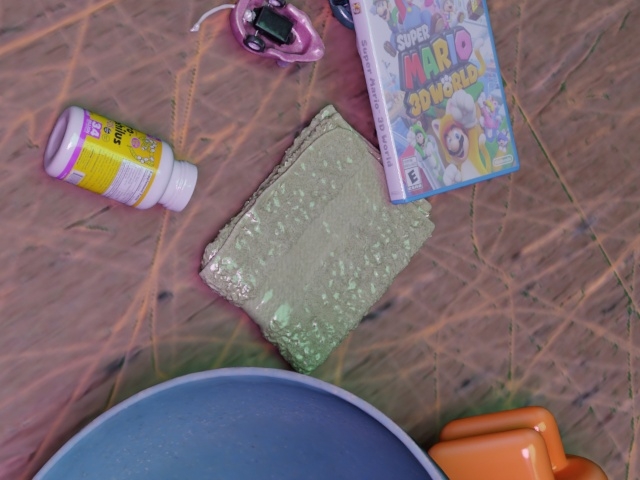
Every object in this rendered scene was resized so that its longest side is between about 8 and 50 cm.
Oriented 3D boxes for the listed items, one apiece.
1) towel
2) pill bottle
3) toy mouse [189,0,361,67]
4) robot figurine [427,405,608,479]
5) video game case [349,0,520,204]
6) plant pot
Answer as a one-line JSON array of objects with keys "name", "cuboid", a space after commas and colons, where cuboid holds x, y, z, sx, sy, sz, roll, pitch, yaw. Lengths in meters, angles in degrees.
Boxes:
[{"name": "towel", "cuboid": [0.000, 0.000, 0.993, 0.110, 0.027, 0.148, 45, 64, -15]}, {"name": "pill bottle", "cuboid": [-0.115, -0.045, 0.931, 0.083, 0.043, 0.043, 21, 73, -23]}, {"name": "toy mouse", "cuboid": [-0.008, -0.151, 1.008, 0.161, 0.031, 0.143, -45, 103, -25]}, {"name": "robot figurine", "cuboid": [0.127, 0.213, 0.961, 0.128, 0.158, 0.219, -17, 97, -20]}, {"name": "video game case", "cuboid": [0.072, -0.115, 1.026, 0.119, 0.015, 0.166, -17, 96, -43]}, {"name": "plant pot", "cuboid": [-0.016, 0.234, 0.837, 0.195, 0.290, 0.290, 41, 61, -56]}]
